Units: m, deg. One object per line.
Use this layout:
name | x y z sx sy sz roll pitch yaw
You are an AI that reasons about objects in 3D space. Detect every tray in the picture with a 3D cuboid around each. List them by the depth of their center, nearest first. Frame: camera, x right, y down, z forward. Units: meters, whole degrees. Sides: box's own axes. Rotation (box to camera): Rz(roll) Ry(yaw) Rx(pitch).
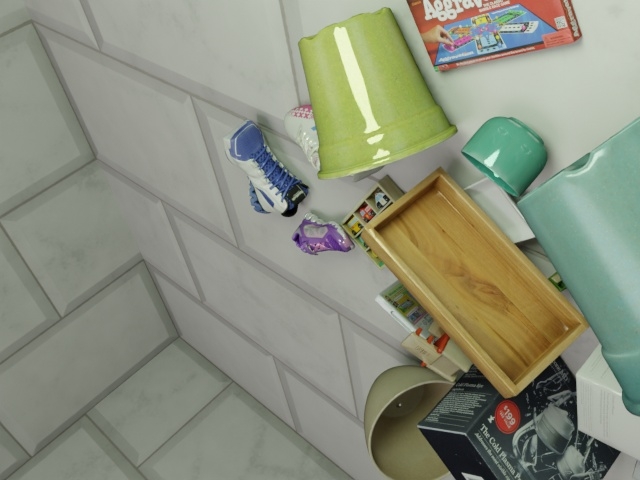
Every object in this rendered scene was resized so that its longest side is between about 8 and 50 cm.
tray | 0.289 0.075 1.258 0.411 0.203 0.076 49 166 11
tray | 0.323 -0.046 1.340 0.145 0.030 0.270 51 158 -4

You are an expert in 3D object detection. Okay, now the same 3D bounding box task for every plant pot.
plant pot | 0.476 0.007 0.911 0.334 0.341 0.341 56 153 6
plant pot | 0.083 -0.278 1.215 0.276 0.276 0.253 -2 111 57

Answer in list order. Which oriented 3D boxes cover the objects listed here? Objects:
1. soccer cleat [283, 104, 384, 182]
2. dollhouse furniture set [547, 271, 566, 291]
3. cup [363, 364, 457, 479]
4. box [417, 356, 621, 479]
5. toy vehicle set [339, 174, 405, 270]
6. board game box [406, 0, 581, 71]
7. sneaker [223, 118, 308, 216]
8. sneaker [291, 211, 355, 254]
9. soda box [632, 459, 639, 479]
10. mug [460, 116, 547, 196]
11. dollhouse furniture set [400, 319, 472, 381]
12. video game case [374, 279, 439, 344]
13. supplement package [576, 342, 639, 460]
soccer cleat | 0.005 -0.222 1.489 0.331 0.143 0.116 25 144 40
dollhouse furniture set | 0.490 0.043 1.230 0.076 0.059 0.151 48 134 20
cup | 0.258 0.488 1.876 0.331 0.331 0.237 63 175 -24
box | 0.452 0.444 1.476 0.343 0.312 0.179 54 152 -9
toy vehicle set | 0.156 -0.036 1.615 0.166 0.035 0.267 48 153 4
board game box | 0.266 -0.362 1.051 0.281 0.027 0.145 5 128 54
sneaker | -0.125 -0.177 1.783 0.182 0.127 0.315 23 149 36
sneaker | 0.000 0.000 1.782 0.236 0.104 0.095 22 150 56
soda box | 0.778 0.493 1.285 0.286 0.098 0.091 27 145 36
mug | 0.317 -0.158 1.137 0.129 0.097 0.158 32 -169 -41
dollhouse furniture set | 0.298 0.156 1.402 0.135 0.259 0.262 36 148 5
video game case | 0.243 0.174 1.588 0.193 0.212 0.023 43 118 12
supplement package | 0.635 0.298 1.165 0.293 0.177 0.175 23 142 43
